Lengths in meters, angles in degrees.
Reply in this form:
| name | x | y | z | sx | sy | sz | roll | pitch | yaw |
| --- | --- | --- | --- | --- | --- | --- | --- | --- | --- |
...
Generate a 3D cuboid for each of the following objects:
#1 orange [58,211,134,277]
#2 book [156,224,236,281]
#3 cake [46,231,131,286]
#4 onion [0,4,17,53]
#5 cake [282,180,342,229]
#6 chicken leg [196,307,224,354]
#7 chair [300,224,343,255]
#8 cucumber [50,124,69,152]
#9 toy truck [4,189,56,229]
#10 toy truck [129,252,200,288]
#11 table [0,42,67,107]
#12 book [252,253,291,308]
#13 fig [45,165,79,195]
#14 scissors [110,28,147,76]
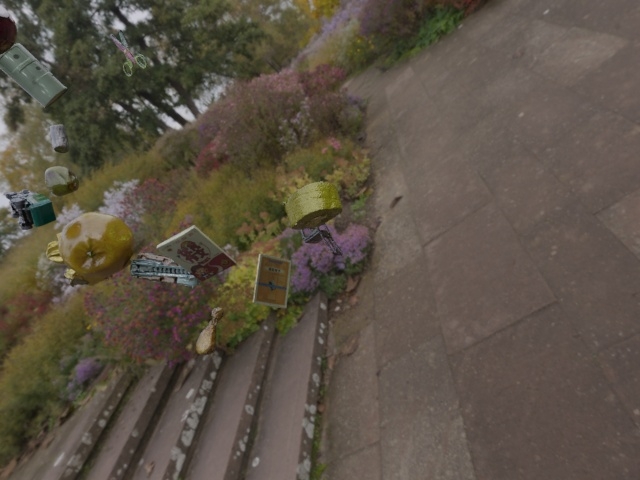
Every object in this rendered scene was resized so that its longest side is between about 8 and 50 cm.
| name | x | y | z | sx | sy | sz | roll | pitch | yaw |
| --- | --- | --- | --- | --- | --- | --- | --- | --- | --- |
| orange | -0.917 | 0.021 | 1.698 | 0.279 | 0.279 | 0.235 | -49 | 14 | -1 |
| book | -0.428 | 0.052 | 1.448 | 0.162 | 0.232 | 0.022 | -27 | 45 | 13 |
| cake | -1.087 | 0.063 | 1.931 | 0.286 | 0.227 | 0.222 | -35 | -25 | -21 |
| onion | -1.008 | -0.665 | 1.224 | 0.135 | 0.198 | 0.173 | -25 | 31 | 18 |
| cake | -0.042 | -0.137 | 1.713 | 0.260 | 0.179 | 0.156 | -34 | 65 | 49 |
| chicken leg | -0.522 | 0.433 | 1.963 | 0.087 | 0.107 | 0.252 | 6 | -74 | -64 |
| chair | 0.000 | 0.000 | 1.988 | 0.113 | 0.229 | 0.106 | -36 | -21 | 26 |
| cucumber | -1.050 | -0.414 | 1.670 | 0.064 | 0.112 | 0.064 | -13 | -9 | -2 |
| toy truck | -1.118 | -0.123 | 1.595 | 0.124 | 0.114 | 0.253 | -21 | 31 | -39 |
| toy truck | -0.692 | 0.143 | 1.925 | 0.184 | 0.338 | 0.133 | 172 | 108 | -78 |
| table | -1.181 | -0.673 | 1.697 | 0.126 | 0.220 | 0.126 | -31 | 30 | 20 |
| book | -0.229 | 0.195 | 1.983 | 0.018 | 0.170 | 0.242 | -33 | 48 | 57 |
| fig | -1.265 | -0.284 | 2.036 | 0.144 | 0.165 | 0.154 | -19 | -47 | -46 |
| scissors | -0.878 | -0.856 | 1.879 | 0.133 | 0.187 | 0.020 | -20 | 21 | 20 |
